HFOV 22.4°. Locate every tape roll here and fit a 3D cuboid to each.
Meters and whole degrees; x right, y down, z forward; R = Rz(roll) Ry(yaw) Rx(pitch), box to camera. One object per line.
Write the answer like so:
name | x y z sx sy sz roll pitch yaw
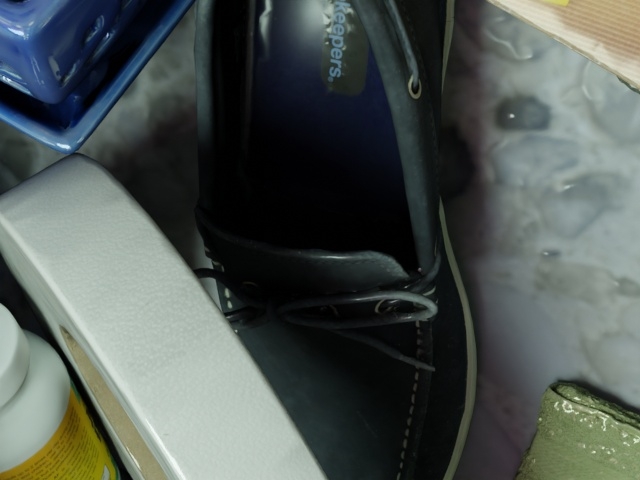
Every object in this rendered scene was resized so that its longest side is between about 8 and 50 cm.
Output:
tape roll | -0.082 0.125 1.017 0.392 0.072 0.392 53 165 20

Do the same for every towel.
towel | 0.204 0.162 1.063 0.148 0.027 0.110 24 122 14

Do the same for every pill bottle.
pill bottle | -0.220 0.132 1.120 0.117 0.118 0.208 12 146 21

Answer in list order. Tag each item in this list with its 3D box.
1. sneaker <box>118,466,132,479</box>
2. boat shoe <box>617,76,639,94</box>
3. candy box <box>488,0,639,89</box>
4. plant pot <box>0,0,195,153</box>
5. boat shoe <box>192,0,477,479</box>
sneaker | -0.163 0.223 1.220 0.234 0.078 0.106 20 112 42
boat shoe | 0.263 -0.049 0.904 0.227 0.081 0.069 27 118 10
candy box | 0.191 -0.244 0.804 0.183 0.087 0.316 32 106 12
plant pot | -0.180 -0.206 0.949 0.236 0.236 0.212 30 161 13
boat shoe | 0.000 0.000 1.016 0.186 0.156 0.500 10 118 20
